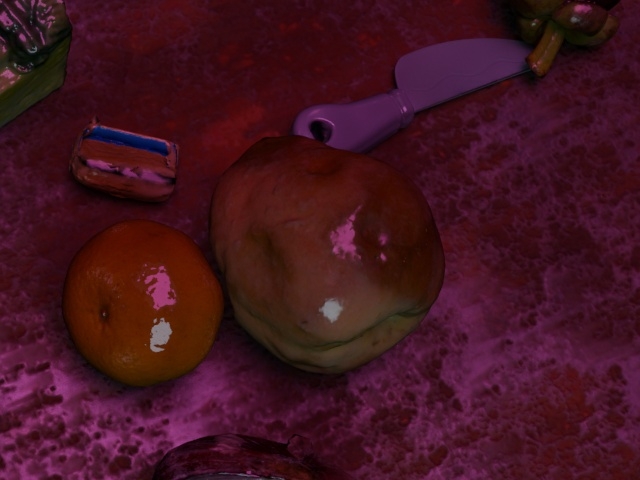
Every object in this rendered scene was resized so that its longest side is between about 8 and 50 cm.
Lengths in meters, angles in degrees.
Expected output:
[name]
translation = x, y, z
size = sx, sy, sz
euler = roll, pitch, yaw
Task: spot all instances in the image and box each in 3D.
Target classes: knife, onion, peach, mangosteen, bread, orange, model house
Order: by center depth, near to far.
[onion]
translation = -0.060, 0.238, 1.520
size = 0.206, 0.151, 0.098
euler = 21, 33, -17
[orange]
translation = -0.162, 0.058, 1.532
size = 0.136, 0.159, 0.159
euler = -12, 70, -55
[model house]
translation = -0.376, -0.183, 1.551
size = 0.194, 0.170, 0.211
euler = 46, 68, 3
[peach]
translation = 0.000, 0.000, 1.554
size = 0.214, 0.214, 0.235
euler = -32, 76, -21
[bread]
translation = -0.195, -0.074, 1.620
size = 0.106, 0.053, 0.072
euler = 12, 45, -12
[knife]
translation = 0.104, -0.162, 1.735
size = 0.331, 0.044, 0.080
euler = -27, 72, -27
[mangosteen]
translation = 0.264, -0.275, 1.748
size = 0.156, 0.146, 0.181
euler = 15, 64, -15
